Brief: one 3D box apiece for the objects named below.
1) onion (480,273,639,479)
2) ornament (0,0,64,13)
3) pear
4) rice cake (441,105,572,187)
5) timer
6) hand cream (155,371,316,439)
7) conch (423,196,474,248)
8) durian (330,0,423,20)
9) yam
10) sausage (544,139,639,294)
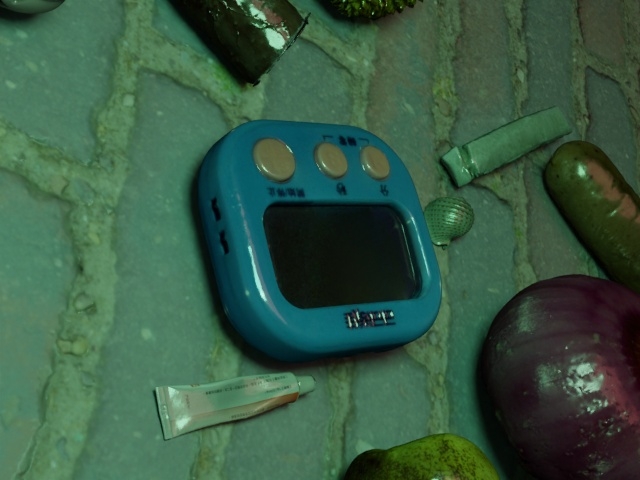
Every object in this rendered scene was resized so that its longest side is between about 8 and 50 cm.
[{"bbox_3d":[0.404,0.197,1.475,0.358,0.345,0.358,18,28,-10],"label":"onion"},{"bbox_3d":[-0.331,-0.347,1.177,0.177,0.177,0.177,20,58,-34],"label":"ornament"},{"bbox_3d":[0.126,0.329,1.236,0.197,0.197,0.197,20,58,-34],"label":"pear"},{"bbox_3d":[0.315,-0.162,1.735,0.336,0.063,0.066,-24,83,-46],"label":"rice cake"},{"bbox_3d":[0.000,0.000,1.338,0.340,0.115,0.309,-2,70,-42],"label":"timer"},{"bbox_3d":[-0.095,0.188,1.222,0.216,0.038,0.052,-5,49,-37],"label":"hand cream"},{"bbox_3d":[0.198,-0.035,1.577,0.076,0.056,0.085,29,51,-12],"label":"conch"},{"bbox_3d":[0.095,-0.477,1.583,0.258,0.258,0.293,47,35,-14],"label":"durian"},{"bbox_3d":[-0.140,-0.348,1.385,0.279,0.131,0.131,48,46,-9],"label":"yam"},{"bbox_3d":[0.566,0.031,1.825,0.501,0.123,0.136,49,17,-12],"label":"sausage"}]
